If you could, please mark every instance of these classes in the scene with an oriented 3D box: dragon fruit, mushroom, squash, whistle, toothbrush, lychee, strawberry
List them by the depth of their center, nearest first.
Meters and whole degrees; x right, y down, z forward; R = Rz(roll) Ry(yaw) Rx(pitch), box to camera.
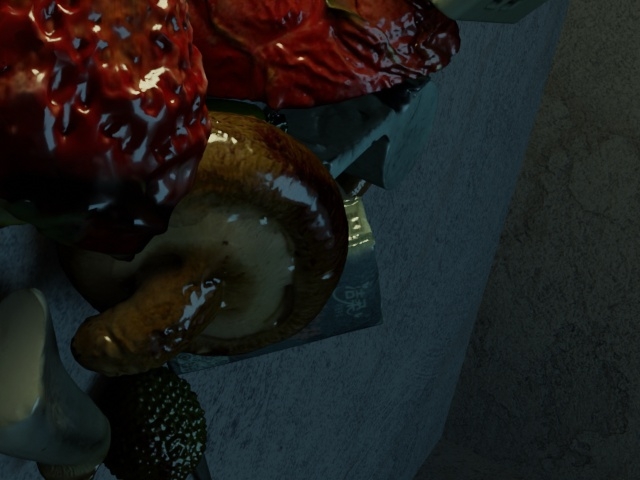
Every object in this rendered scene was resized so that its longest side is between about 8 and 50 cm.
[{"bbox_3d":[-0.226,-0.150,1.016,0.291,0.292,0.309,70,30,-65],"label":"strawberry"},{"bbox_3d":[-0.131,-0.006,1.416,0.345,0.239,0.345,-24,160,-9],"label":"mushroom"},{"bbox_3d":[-0.310,0.186,1.427,0.159,0.122,0.328,-51,159,-17],"label":"mushroom"},{"bbox_3d":[0.016,-0.303,1.522,0.240,0.330,0.302,-80,-176,-68],"label":"dragon fruit"},{"bbox_3d":[-0.149,-0.139,1.532,0.318,0.080,0.071,-7,104,-61],"label":"squash"},{"bbox_3d":[-0.229,0.246,1.690,0.171,0.171,0.171,-54,159,-33],"label":"lychee"},{"bbox_3d":[0.047,-0.189,1.888,0.405,0.168,0.188,-10,123,-69],"label":"whistle"},{"bbox_3d":[-0.200,0.432,2.202,0.030,0.031,0.297,-48,155,-24],"label":"toothbrush"}]

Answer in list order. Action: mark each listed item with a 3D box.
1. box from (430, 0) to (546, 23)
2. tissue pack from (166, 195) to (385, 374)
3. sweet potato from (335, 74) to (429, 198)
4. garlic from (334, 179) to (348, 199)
[{"bbox_3d":[0.126,-0.431,1.525,0.090,0.367,0.373,-37,174,22],"label":"box"},{"bbox_3d":[-0.076,0.070,1.682,0.228,0.316,0.103,82,-7,-59],"label":"tissue pack"},{"bbox_3d":[0.091,-0.174,2.157,0.385,0.109,0.109,-63,163,9],"label":"sweet potato"},{"bbox_3d":[0.003,0.005,2.057,0.112,0.143,0.318,-12,137,-15],"label":"garlic"}]
